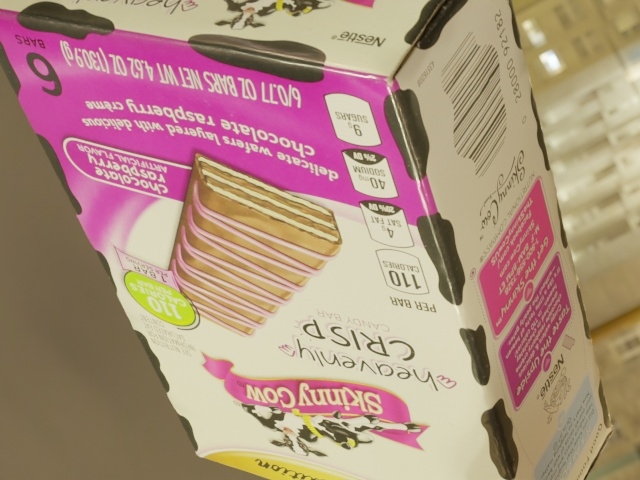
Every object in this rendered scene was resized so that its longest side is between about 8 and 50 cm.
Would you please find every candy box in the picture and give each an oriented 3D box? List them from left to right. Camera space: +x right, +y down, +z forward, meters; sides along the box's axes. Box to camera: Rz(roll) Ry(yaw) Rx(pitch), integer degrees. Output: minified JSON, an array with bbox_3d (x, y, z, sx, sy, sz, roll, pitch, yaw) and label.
[{"bbox_3d":[0.000,0.000,0.589,0.071,0.159,0.233,-55,-38,-31],"label":"candy box"}]
